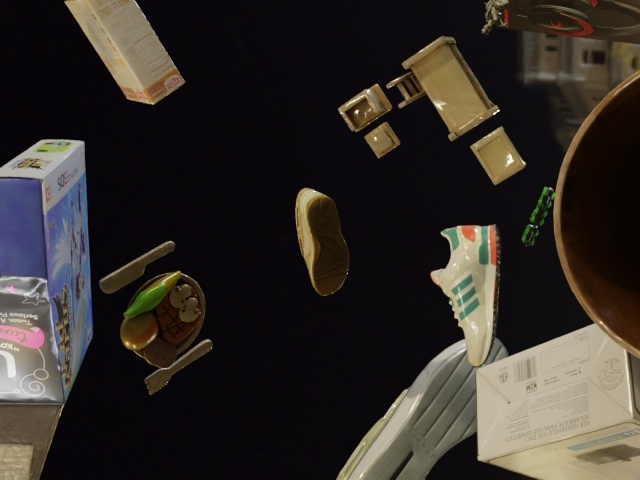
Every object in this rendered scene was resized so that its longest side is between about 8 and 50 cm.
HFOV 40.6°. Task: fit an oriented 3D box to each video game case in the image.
[{"bbox_3d":[-0.314,0.035,0.997,0.244,0.061,0.270,-106,16,-74],"label":"video game case"}]

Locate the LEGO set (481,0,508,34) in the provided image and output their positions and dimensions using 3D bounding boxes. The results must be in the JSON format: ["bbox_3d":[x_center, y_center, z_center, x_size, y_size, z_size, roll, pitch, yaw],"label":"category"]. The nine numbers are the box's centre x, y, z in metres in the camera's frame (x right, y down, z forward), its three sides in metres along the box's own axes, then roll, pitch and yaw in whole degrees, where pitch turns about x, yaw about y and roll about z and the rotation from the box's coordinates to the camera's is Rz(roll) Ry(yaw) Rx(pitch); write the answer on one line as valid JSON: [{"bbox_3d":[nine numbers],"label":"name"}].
[{"bbox_3d":[0.193,-0.261,0.980,0.054,0.023,0.083,-61,-1,-21],"label":"LEGO set"}]

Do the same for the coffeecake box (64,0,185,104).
[{"bbox_3d":[-0.310,-0.313,1.365,0.068,0.142,0.186,-38,-63,-16],"label":"coffeecake box"}]

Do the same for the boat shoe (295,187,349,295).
[{"bbox_3d":[0.000,0.000,0.980,0.050,0.045,0.135,-19,-54,-20],"label":"boat shoe"}]

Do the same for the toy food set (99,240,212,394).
[{"bbox_3d":[-0.205,0.107,1.154,0.132,0.038,0.192,-35,-55,-28],"label":"toy food set"}]

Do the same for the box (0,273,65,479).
[{"bbox_3d":[-0.327,0.120,0.611,0.247,0.142,0.163,7,-56,-28],"label":"box"}]

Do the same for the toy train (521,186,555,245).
[{"bbox_3d":[0.282,-0.032,1.122,0.024,0.017,0.083,-75,3,-69],"label":"toy train"}]

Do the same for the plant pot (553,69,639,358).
[{"bbox_3d":[0.316,-0.016,0.640,0.230,0.215,0.216,2,-83,-55],"label":"plant pot"}]

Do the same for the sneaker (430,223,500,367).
[{"bbox_3d":[0.162,0.060,0.977,0.057,0.075,0.161,-6,-81,-75],"label":"sneaker"}]

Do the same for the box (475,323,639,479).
[{"bbox_3d":[0.300,0.173,0.779,0.289,0.169,0.087,24,-126,-30],"label":"box"}]

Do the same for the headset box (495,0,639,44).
[{"bbox_3d":[0.409,-0.391,1.268,0.218,0.293,0.110,49,-127,-72],"label":"headset box"}]

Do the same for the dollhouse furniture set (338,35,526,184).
[{"bbox_3d":[0.141,-0.132,1.079,0.182,0.161,0.101,58,-159,-1],"label":"dollhouse furniture set"}]

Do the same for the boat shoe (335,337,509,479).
[{"bbox_3d":[0.123,0.233,1.112,0.302,0.094,0.109,-42,-75,-21],"label":"boat shoe"}]
